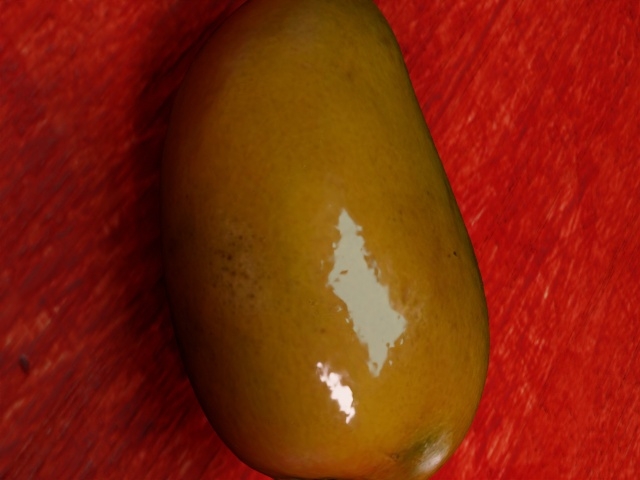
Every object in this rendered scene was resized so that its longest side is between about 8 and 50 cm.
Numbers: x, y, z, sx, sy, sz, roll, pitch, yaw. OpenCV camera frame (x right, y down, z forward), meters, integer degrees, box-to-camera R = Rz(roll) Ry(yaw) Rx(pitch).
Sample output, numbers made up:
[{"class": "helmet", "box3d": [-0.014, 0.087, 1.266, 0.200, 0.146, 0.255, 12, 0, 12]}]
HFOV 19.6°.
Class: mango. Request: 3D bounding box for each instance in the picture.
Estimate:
[{"class": "mango", "box3d": [0.000, 0.000, 1.100, 0.211, 0.173, 0.317, -13, 94, -53]}]
